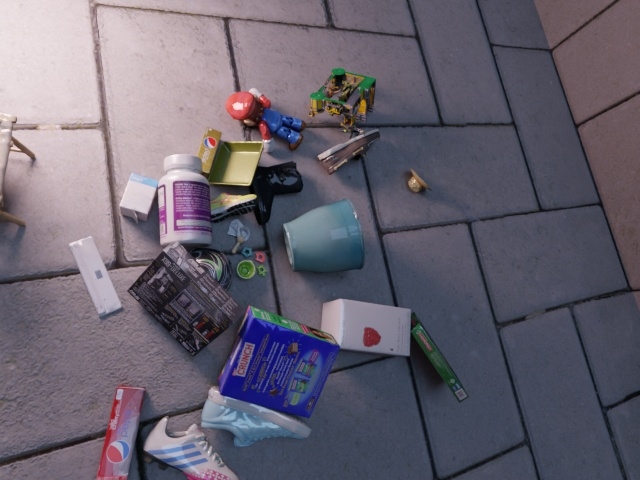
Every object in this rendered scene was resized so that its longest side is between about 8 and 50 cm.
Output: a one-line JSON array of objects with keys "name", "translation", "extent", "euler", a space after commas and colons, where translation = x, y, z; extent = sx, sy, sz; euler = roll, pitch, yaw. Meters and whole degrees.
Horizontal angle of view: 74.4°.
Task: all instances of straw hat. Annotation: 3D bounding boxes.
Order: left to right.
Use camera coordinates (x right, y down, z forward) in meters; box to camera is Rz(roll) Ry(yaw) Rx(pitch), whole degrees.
[{"name": "straw hat", "translation": [0.431, -0.255, 1.900], "extent": [0.144, 0.144, 0.061], "euler": [45, 102, -6]}]

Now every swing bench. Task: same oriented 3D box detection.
[{"name": "swing bench", "translation": [-0.950, -0.199, 1.202], "extent": [0.165, 0.255, 0.253], "euler": [5, 74, -21]}]

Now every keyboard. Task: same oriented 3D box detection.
[{"name": "keyboard", "translation": [-0.720, 0.113, 1.351], "extent": [0.072, 0.014, 0.256], "euler": [-23, 86, -31]}]

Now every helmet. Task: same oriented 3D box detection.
[{"name": "helmet", "translation": [-0.372, 0.113, 1.412], "extent": [0.161, 0.169, 0.169], "euler": [24, 67, 3]}]

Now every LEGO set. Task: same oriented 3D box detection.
[{"name": "LEGO set", "translation": [0.099, -0.573, 1.813], "extent": [0.255, 0.192, 0.331], "euler": [13, 51, 12]}]

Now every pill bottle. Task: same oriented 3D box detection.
[{"name": "pill bottle", "translation": [-0.457, -0.128, 1.424], "extent": [0.169, 0.169, 0.301], "euler": [-1, 82, -23]}]

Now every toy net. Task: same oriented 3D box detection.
[{"name": "toy net", "translation": [-0.268, 0.025, 1.543], "extent": [0.122, 0.045, 0.232], "euler": [-10, 80, -24]}]

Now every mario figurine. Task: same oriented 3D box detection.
[{"name": "mario figurine", "translation": [-0.229, -0.476, 1.679], "extent": [0.320, 0.170, 0.198], "euler": [21, 32, -27]}]

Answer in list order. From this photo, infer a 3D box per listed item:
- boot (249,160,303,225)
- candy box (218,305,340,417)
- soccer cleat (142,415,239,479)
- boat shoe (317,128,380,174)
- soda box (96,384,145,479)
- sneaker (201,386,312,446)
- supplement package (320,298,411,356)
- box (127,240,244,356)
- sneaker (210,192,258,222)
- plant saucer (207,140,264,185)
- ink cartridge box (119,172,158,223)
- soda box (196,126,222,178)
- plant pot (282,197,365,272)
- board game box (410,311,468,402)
[{"name": "boot", "translation": [-0.162, -0.188, 1.617], "extent": [0.207, 0.094, 0.246], "euler": [-8, 73, -21]}, {"name": "candy box", "translation": [-0.136, 0.398, 1.380], "extent": [0.317, 0.122, 0.268], "euler": [24, 91, -20]}, {"name": "soccer cleat", "translation": [-0.372, 0.655, 1.288], "extent": [0.331, 0.116, 0.143], "euler": [32, 67, -12]}, {"name": "boat shoe", "translation": [0.137, -0.382, 1.789], "extent": [0.324, 0.116, 0.096], "euler": [-31, 101, -28]}, {"name": "soda box", "translation": [-0.583, 0.567, 1.237], "extent": [0.083, 0.092, 0.263], "euler": [13, 71, -20]}, {"name": "sneaker", "translation": [-0.213, 0.603, 1.376], "extent": [0.366, 0.135, 0.150], "euler": [24, 80, -9]}, {"name": "supplement package", "translation": [0.165, 0.329, 1.568], "extent": [0.293, 0.175, 0.177], "euler": [11, 73, -19]}, {"name": "box", "translation": [-0.425, 0.188, 1.325], "extent": [0.307, 0.242, 0.076], "euler": [46, 29, -5]}, {"name": "sneaker", "translation": [-0.326, -0.138, 1.516], "extent": [0.208, 0.081, 0.094], "euler": [-15, 66, 2]}, {"name": "plant saucer", "translation": [-0.306, -0.279, 1.569], "extent": [0.188, 0.045, 0.188], "euler": [6, 69, 22]}, {"name": "ink cartridge box", "translation": [-0.611, -0.135, 1.417], "extent": [0.090, 0.092, 0.143], "euler": [18, 69, -17]}, {"name": "soda box", "translation": [-0.422, -0.325, 1.567], "extent": [0.061, 0.058, 0.181], "euler": [18, 70, -17]}, {"name": "plant pot", "translation": [0.000, 0.000, 1.557], "extent": [0.255, 0.271, 0.271], "euler": [-12, 80, -9]}, {"name": "board game box", "translation": [0.446, 0.444, 1.642], "extent": [0.046, 0.213, 0.317], "euler": [-34, 91, 8]}]
